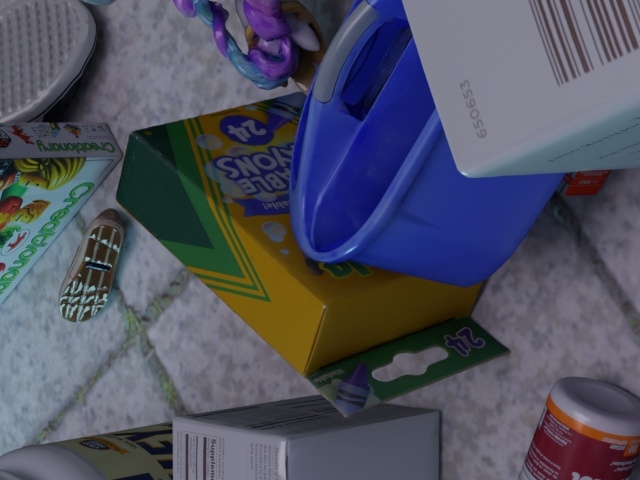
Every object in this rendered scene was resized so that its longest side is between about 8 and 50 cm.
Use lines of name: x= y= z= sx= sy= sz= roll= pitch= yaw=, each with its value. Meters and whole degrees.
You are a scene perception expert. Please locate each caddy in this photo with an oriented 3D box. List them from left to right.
caddy: x=0.087 y=-0.126 z=1.511 sx=0.341 sy=0.179 sz=0.241 roll=-60 pitch=25 yaw=27

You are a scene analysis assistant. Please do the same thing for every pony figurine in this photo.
pony figurine: x=-0.097 y=-0.323 z=1.667 sx=0.303 sy=0.351 sz=0.363 roll=-25 pitch=73 yaw=1

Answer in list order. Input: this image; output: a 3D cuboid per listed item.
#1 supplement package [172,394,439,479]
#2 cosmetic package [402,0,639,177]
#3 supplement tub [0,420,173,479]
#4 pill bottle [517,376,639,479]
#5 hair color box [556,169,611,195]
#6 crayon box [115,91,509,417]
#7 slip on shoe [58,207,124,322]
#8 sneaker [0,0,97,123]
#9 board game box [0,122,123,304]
supplement package: x=-0.010 y=0.282 z=1.689 sx=0.145 sy=0.204 sz=0.261 roll=5 pitch=96 yaw=43
cosmetic package: x=0.274 y=-0.249 z=1.259 sx=0.329 sy=0.394 sz=0.327 roll=-25 pitch=77 yaw=38
supplement tub: x=-0.193 y=0.295 z=1.774 sx=0.235 sy=0.325 sz=0.235 roll=4 pitch=96 yaw=42
pill bottle: x=0.208 y=0.196 z=1.565 sx=0.086 sy=0.086 sz=0.152 roll=32 pitch=114 yaw=36
hair color box: x=0.222 y=-0.129 z=1.552 sx=0.093 sy=0.053 sz=0.167 roll=45 pitch=120 yaw=31
crayon box: x=0.000 y=0.000 z=1.655 sx=0.323 sy=0.203 sz=0.083 roll=42 pitch=131 yaw=31
slip on shoe: x=-0.239 y=0.026 z=1.991 sx=0.041 sy=0.051 sz=0.135 roll=-92 pitch=20 yaw=-57
sneaker: x=-0.351 y=-0.134 z=2.035 sx=0.321 sy=0.127 sz=0.126 roll=-42 pitch=70 yaw=9
board game box: x=-0.366 y=-0.012 z=1.998 sx=0.305 sy=0.193 sz=0.053 roll=-46 pitch=63 yaw=35
